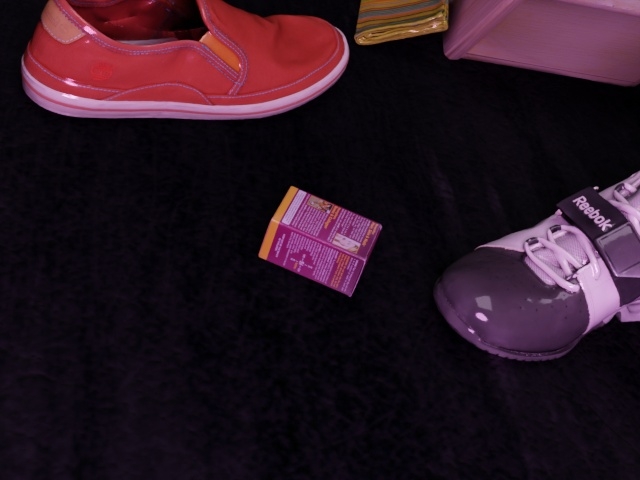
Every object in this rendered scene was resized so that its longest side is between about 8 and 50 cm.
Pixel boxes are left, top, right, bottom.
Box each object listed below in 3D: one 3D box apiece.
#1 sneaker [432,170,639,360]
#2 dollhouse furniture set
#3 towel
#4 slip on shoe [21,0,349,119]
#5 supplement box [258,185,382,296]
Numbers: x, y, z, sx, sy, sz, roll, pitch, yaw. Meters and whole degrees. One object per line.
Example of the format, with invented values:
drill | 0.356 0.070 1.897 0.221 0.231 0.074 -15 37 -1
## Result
sneaker | 0.240 0.001 0.974 0.330 0.146 0.122 -12 50 -34
dollhouse furniture set | 0.278 -0.401 1.317 0.256 0.362 0.394 5 71 -23
towel | 0.095 -0.294 1.317 0.102 0.021 0.237 -8 37 12
slip on shoe | -0.107 -0.180 1.055 0.331 0.101 0.123 -7 45 -34
supplement box | 0.000 0.000 0.937 0.083 0.043 0.055 24 38 4
